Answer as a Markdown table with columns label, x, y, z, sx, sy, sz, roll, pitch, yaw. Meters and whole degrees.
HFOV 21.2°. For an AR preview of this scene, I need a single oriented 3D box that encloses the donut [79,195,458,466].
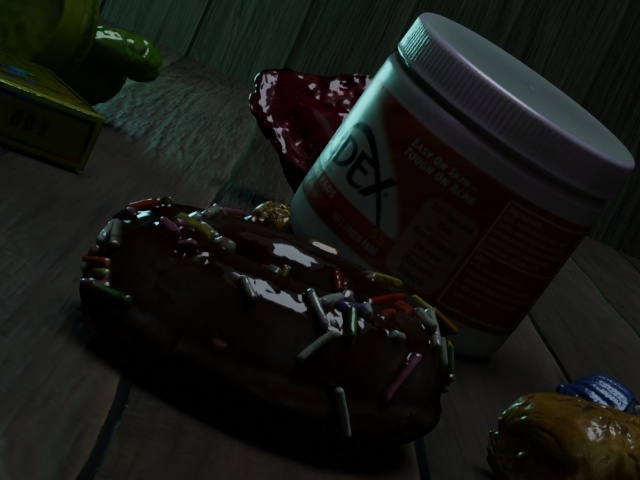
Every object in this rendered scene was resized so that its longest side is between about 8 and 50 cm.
| label | x | y | z | sx | sy | sz | roll | pitch | yaw |
| --- | --- | --- | --- | --- | --- | --- | --- | --- | --- |
| donut | -0.031 | 0.052 | 1.131 | 0.269 | 0.103 | 0.270 | 23 | 10 | -4 |

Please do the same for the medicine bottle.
| label | x | y | z | sx | sy | sz | roll | pitch | yaw |
| --- | --- | --- | --- | --- | --- | --- | --- | --- | --- |
| medicine bottle | 0.131 | -0.051 | 1.629 | 0.252 | 0.241 | 0.252 | 33 | 15 | -10 |

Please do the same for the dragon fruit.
| label | x | y | z | sx | sy | sz | roll | pitch | yaw |
| --- | --- | --- | --- | --- | --- | --- | --- | --- | --- |
| dragon fruit | 0.071 | -0.109 | 1.997 | 0.330 | 0.240 | 0.302 | 33 | -10 | 7 |

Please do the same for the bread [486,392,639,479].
| label | x | y | z | sx | sy | sz | roll | pitch | yaw |
| --- | --- | --- | --- | --- | --- | --- | --- | --- | --- |
| bread | 0.224 | 0.168 | 1.211 | 0.211 | 0.083 | 0.114 | 21 | 5 | -34 |

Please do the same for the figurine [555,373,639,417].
| label | x | y | z | sx | sy | sz | roll | pitch | yaw |
| --- | --- | --- | --- | --- | --- | --- | --- | --- | --- |
| figurine | 0.252 | 0.162 | 1.356 | 0.149 | 0.087 | 0.086 | 24 | -29 | -10 |

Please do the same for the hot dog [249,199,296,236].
| label | x | y | z | sx | sy | sz | roll | pitch | yaw |
| --- | --- | --- | --- | --- | --- | --- | --- | --- | --- |
| hot dog | 0.000 | 0.000 | 1.749 | 0.165 | 0.045 | 0.071 | 16 | 10 | -44 |

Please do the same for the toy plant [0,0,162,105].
| label | x | y | z | sx | sy | sz | roll | pitch | yaw |
| --- | --- | --- | --- | --- | --- | --- | --- | --- | --- |
| toy plant | -0.313 | -0.240 | 2.001 | 0.224 | 0.185 | 0.316 | 8 | -6 | 12 |

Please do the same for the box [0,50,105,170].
| label | x | y | z | sx | sy | sz | roll | pitch | yaw |
| --- | --- | --- | --- | --- | --- | --- | --- | --- | --- |
| box | -0.314 | -0.144 | 1.696 | 0.141 | 0.064 | 0.220 | 20 | 7 | -29 |
